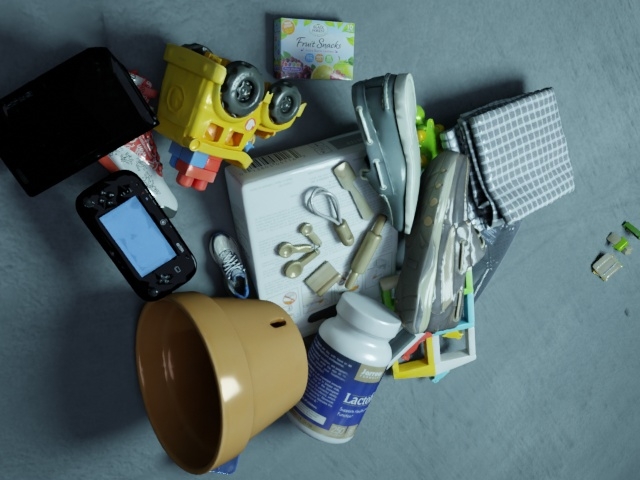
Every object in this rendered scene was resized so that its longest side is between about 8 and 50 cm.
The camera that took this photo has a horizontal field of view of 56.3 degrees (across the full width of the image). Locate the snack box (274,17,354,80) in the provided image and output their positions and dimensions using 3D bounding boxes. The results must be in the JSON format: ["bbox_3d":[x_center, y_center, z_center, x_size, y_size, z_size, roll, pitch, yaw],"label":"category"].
[{"bbox_3d":[-0.011,-0.336,1.058,0.141,0.037,0.100,-6,105,-24],"label":"snack box"}]

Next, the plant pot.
[{"bbox_3d":[-0.160,0.216,1.020,0.203,0.291,0.291,-11,109,-41],"label":"plant pot"}]

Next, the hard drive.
[{"bbox_3d":[0.318,0.026,1.306,0.172,0.054,0.255,30,91,-29],"label":"hard drive"}]

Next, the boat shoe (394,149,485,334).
[{"bbox_3d":[0.237,0.008,1.150,0.130,0.132,0.355,7,101,-17],"label":"boat shoe"}]

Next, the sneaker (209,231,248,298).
[{"bbox_3d":[-0.158,0.047,1.081,0.052,0.058,0.135,-26,113,-17],"label":"sneaker"}]

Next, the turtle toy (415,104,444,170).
[{"bbox_3d":[0.195,-0.201,1.177,0.095,0.066,0.130,-22,112,-45],"label":"turtle toy"}]

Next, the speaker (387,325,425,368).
[{"bbox_3d":[0.150,0.215,1.228,0.055,0.055,0.136,35,108,-29],"label":"speaker"}]

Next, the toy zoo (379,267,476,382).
[{"bbox_3d":[0.235,0.190,1.282,0.192,0.030,0.293,-12,118,-5],"label":"toy zoo"}]

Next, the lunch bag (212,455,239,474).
[{"bbox_3d":[-0.202,0.406,1.155,0.098,0.065,0.067,21,78,-28],"label":"lunch bag"}]

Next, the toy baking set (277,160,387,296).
[{"bbox_3d":[0.033,-0.008,1.086,0.196,0.030,0.256,18,108,-38],"label":"toy baking set"}]

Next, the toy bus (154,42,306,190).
[{"bbox_3d":[-0.154,-0.181,0.949,0.220,0.149,0.211,5,109,-54],"label":"toy bus"}]

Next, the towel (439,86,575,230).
[{"bbox_3d":[0.391,-0.167,1.209,0.283,0.121,0.235,-26,105,-32],"label":"towel"}]

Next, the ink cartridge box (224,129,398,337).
[{"bbox_3d":[0.000,0.000,1.151,0.308,0.091,0.385,-19,128,-21],"label":"ink cartridge box"}]

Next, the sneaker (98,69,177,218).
[{"bbox_3d":[-0.288,-0.167,0.941,0.145,0.090,0.270,-46,115,-5],"label":"sneaker"}]

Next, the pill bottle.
[{"bbox_3d":[0.046,0.243,1.161,0.153,0.153,0.265,16,105,-28],"label":"pill bottle"}]

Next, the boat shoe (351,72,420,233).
[{"bbox_3d":[0.117,-0.141,1.032,0.319,0.099,0.116,77,22,-44],"label":"boat shoe"}]

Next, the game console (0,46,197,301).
[{"bbox_3d":[-0.301,-0.079,0.882,0.213,0.044,0.361,-30,109,1],"label":"game console"}]

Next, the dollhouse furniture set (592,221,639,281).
[{"bbox_3d":[0.754,0.026,1.535,0.076,0.058,0.152,30,109,-36],"label":"dollhouse furniture set"}]
